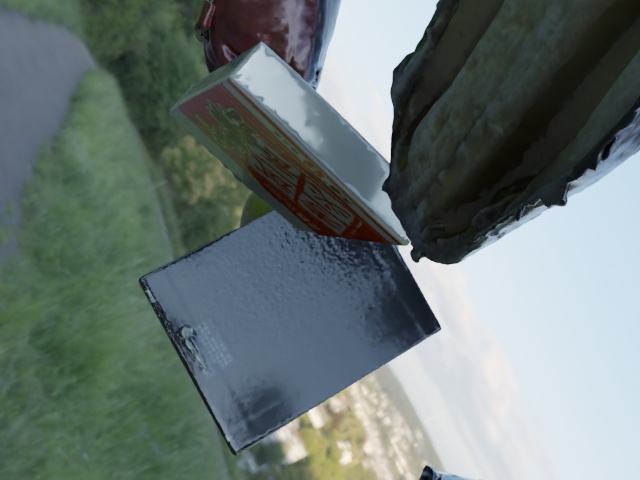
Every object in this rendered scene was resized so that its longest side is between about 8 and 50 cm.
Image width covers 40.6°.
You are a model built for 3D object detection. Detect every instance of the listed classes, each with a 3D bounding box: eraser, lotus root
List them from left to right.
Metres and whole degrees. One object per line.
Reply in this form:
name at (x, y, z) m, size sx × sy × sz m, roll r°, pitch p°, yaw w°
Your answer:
eraser at (-0.027, -0.063, 0.639) m, size 0.157 × 0.038 × 0.230 m, roll 42°, pitch -10°, yaw -16°
lotus root at (0.131, -0.105, 0.382) m, size 0.329 × 0.078 × 0.167 m, roll -56°, pitch -143°, yaw 45°

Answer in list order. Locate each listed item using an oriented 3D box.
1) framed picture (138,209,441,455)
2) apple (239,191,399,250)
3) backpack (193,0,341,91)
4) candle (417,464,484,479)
framed picture at (-0.031, 0.085, 1.139) m, size 0.255 × 0.339 × 0.014 m, roll 60°, pitch -23°, yaw 3°
apple at (0.000, 0.000, 1.358) m, size 0.261 × 0.261 × 0.194 m, roll 63°, pitch -32°, yaw 7°
backpack at (-0.055, -0.236, 0.903) m, size 0.229 × 0.139 × 0.229 m, roll -167°, pitch -90°, yaw -80°
candle at (0.219, 0.330, 0.767) m, size 0.187 × 0.330 × 0.187 m, roll 15°, pitch 90°, yaw -87°
